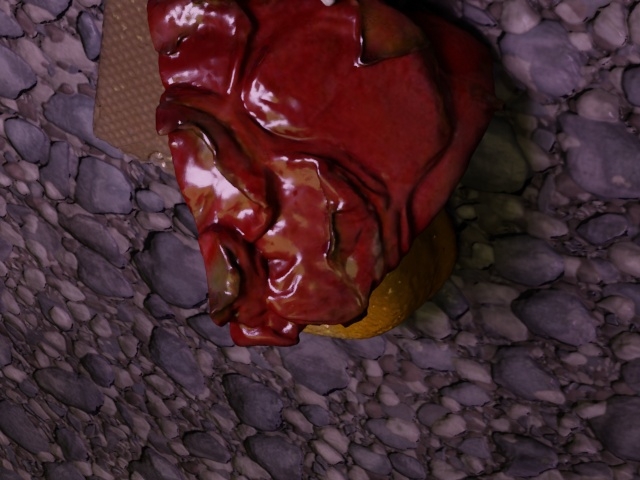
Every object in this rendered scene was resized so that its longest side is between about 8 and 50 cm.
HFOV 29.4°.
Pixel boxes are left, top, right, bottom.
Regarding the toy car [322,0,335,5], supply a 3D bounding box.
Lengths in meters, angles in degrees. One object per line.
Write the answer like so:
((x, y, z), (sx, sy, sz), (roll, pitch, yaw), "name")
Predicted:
((0.001, -0.328, 0.999), (0.212, 0.181, 0.270), (-22, 98, 56), "toy car")

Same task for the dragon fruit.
((-0.011, -0.086, 1.103), (0.286, 0.329, 0.228), (-2, 150, 26), "dragon fruit")

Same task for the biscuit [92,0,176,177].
((-0.155, -0.239, 1.285), (0.144, 0.078, 0.426), (27, 140, 7), "biscuit")

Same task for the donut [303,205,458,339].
((0.000, 0.000, 1.389), (0.303, 0.110, 0.302), (19, 138, 18), "donut")
